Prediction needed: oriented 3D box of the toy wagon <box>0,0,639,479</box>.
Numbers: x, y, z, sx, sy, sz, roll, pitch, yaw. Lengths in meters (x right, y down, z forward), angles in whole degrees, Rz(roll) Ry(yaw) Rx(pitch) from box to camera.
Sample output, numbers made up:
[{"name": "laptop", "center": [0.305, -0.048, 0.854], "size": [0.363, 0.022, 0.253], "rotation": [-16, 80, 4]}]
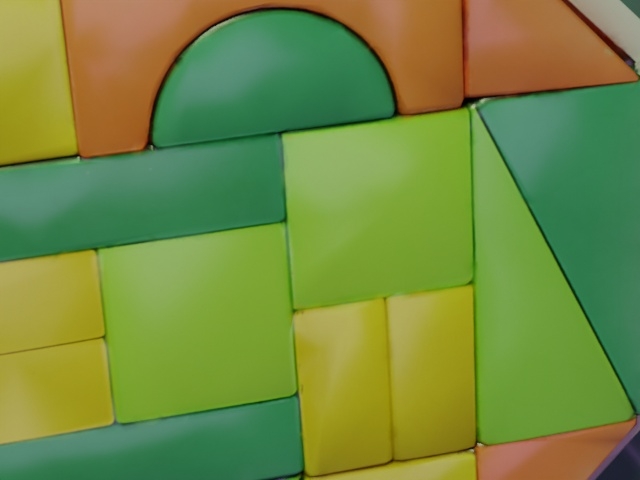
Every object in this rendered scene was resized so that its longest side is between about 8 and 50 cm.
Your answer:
[{"name": "toy wagon", "center": [0.000, 0.000, 0.479], "size": [0.344, 0.068, 0.267], "rotation": [-8, 113, -11]}]
